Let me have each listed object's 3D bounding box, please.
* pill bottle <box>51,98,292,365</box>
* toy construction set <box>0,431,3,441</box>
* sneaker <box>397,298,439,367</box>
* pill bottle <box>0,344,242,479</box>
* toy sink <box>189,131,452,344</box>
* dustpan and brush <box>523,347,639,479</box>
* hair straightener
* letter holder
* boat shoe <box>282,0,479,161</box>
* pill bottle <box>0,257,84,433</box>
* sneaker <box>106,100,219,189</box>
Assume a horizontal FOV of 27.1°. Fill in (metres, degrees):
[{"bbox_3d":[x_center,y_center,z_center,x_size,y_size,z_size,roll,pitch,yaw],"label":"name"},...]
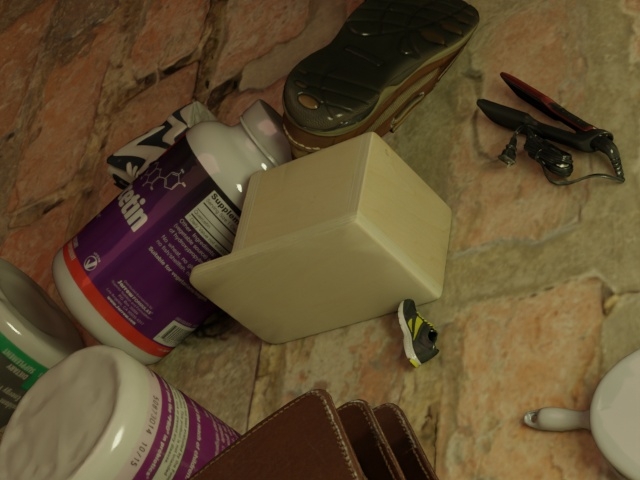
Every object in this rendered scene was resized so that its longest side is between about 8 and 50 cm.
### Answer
[{"bbox_3d":[-0.149,-0.014,1.567,0.323,0.181,0.181,-42,36,8],"label":"pill bottle"},{"bbox_3d":[-0.305,0.266,1.421,0.309,0.237,0.257,16,69,52],"label":"toy construction set"},{"bbox_3d":[0.101,0.092,1.346,0.035,0.031,0.083,-21,47,14],"label":"sneaker"},{"bbox_3d":[-0.134,0.238,1.216,0.169,0.301,0.169,-28,40,26],"label":"pill bottle"},{"bbox_3d":[0.000,0.000,1.428,0.234,0.153,0.131,-19,45,35],"label":"toy sink"},{"bbox_3d":[0.254,0.149,1.120,0.211,0.060,0.147,-2,68,37],"label":"dustpan and brush"},{"bbox_3d":[0.232,-0.100,1.382,0.089,0.047,0.230,-48,40,1],"label":"hair straightener"},{"bbox_3d":[-0.063,0.240,1.001,0.302,0.152,0.214,-41,36,11],"label":"letter holder"},{"bbox_3d":[0.061,-0.183,1.513,0.122,0.120,0.324,33,48,22],"label":"boat shoe"},{"bbox_3d":[-0.496,0.204,1.704,0.361,0.204,0.204,-44,36,6],"label":"pill bottle"},{"bbox_3d":[-0.226,-0.075,1.778,0.153,0.094,0.235,-24,42,31],"label":"sneaker"}]
